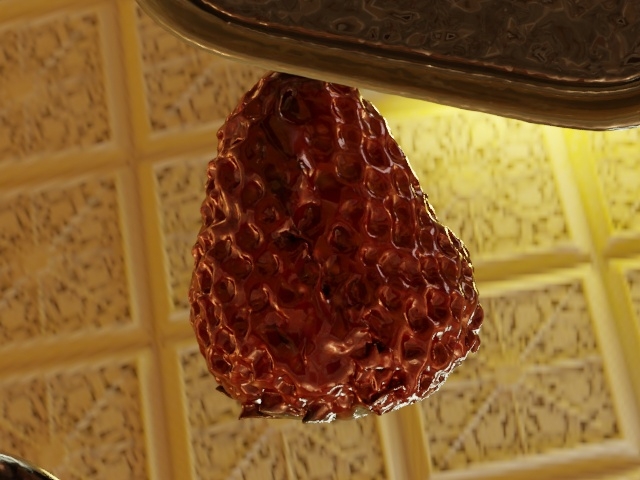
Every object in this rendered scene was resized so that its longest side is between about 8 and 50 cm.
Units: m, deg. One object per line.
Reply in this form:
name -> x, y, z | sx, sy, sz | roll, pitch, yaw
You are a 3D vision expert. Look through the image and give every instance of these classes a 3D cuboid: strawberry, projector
strawberry -> 0.000, 0.000, 1.321 | 0.205, 0.205, 0.244 | -6, -77, 1
projector -> 0.048, -0.204, 0.783 | 0.249, 0.248, 0.249 | 10, -162, -7

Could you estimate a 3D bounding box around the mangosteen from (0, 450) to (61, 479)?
mangosteen -> -0.177, 0.176, 0.948 | 0.152, 0.152, 0.152 | -3, -122, 5
